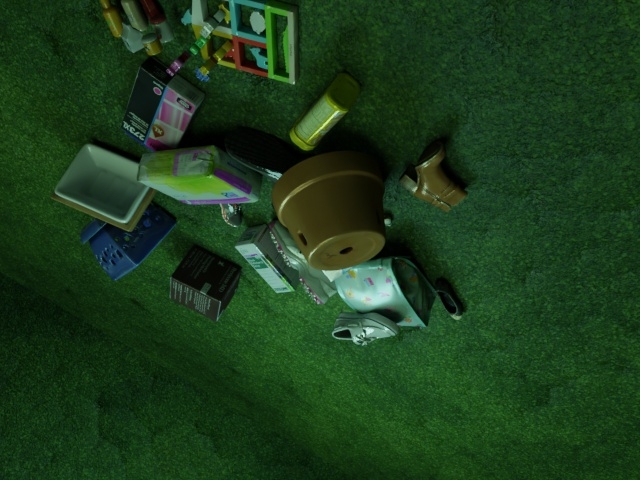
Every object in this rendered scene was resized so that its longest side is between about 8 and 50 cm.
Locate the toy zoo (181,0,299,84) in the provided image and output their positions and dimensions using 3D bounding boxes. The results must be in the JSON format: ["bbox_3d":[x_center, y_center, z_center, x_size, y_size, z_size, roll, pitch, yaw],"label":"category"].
[{"bbox_3d":[-0.189,-0.483,1.401,0.293,0.030,0.192,18,143,14],"label":"toy zoo"}]

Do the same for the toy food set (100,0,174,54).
[{"bbox_3d":[-0.433,-0.527,1.426,0.232,0.111,0.104,40,158,43],"label":"toy food set"}]

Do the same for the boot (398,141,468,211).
[{"bbox_3d":[0.294,-0.151,1.460,0.152,0.073,0.197,33,156,-5],"label":"boot"}]

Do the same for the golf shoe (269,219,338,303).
[{"bbox_3d":[-0.042,0.048,1.883,0.306,0.140,0.115,54,174,7],"label":"golf shoe"}]

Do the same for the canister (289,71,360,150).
[{"bbox_3d":[0.011,-0.302,1.412,0.073,0.126,0.170,38,141,-12],"label":"canister"}]

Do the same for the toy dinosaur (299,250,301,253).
[{"bbox_3d":[0.000,0.000,1.812,0.268,0.118,0.064,17,177,18],"label":"toy dinosaur"}]

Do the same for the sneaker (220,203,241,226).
[{"bbox_3d":[-0.275,-0.104,1.899,0.065,0.061,0.157,-1,136,25],"label":"sneaker"}]

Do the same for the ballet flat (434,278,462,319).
[{"bbox_3d":[0.383,0.186,1.826,0.058,0.049,0.173,-5,133,38],"label":"ballet flat"}]

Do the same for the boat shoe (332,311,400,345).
[{"bbox_3d":[0.128,0.271,1.819,0.096,0.088,0.268,43,155,-30],"label":"boat shoe"}]

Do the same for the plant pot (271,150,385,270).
[{"bbox_3d":[0.041,-0.057,1.512,0.291,0.203,0.291,-14,154,-7],"label":"plant pot"}]

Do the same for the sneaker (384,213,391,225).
[{"bbox_3d":[0.162,-0.051,1.698,0.083,0.032,0.037,-1,135,35],"label":"sneaker"}]

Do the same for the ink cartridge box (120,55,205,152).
[{"bbox_3d":[-0.466,-0.346,1.727,0.176,0.069,0.371,35,146,-9],"label":"ink cartridge box"}]

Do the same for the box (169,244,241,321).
[{"bbox_3d":[-0.424,0.158,2.219,0.203,0.168,0.167,25,143,3],"label":"box"}]

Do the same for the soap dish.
[{"bbox_3d":[-0.681,-0.169,1.956,0.291,0.228,0.118,22,160,9],"label":"soap dish"}]

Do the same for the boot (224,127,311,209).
[{"bbox_3d":[-0.121,-0.161,1.684,0.338,0.118,0.222,28,149,6],"label":"boot"}]

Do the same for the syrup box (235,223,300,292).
[{"bbox_3d":[-0.164,0.062,1.994,0.093,0.096,0.237,-10,130,41],"label":"syrup box"}]

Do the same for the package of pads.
[{"bbox_3d":[-0.354,-0.182,1.746,0.297,0.101,0.229,0,164,32],"label":"package of pads"}]

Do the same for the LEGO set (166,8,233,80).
[{"bbox_3d":[-0.281,-0.428,1.422,0.087,0.093,0.227,42,142,-18],"label":"LEGO set"}]

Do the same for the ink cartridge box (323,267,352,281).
[{"bbox_3d":[0.028,0.024,1.715,0.092,0.090,0.143,-33,106,22],"label":"ink cartridge box"}]

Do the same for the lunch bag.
[{"bbox_3d":[0.188,0.137,1.805,0.224,0.160,0.262,-7,137,40],"label":"lunch bag"}]

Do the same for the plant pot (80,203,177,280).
[{"bbox_3d":[-0.687,-0.029,2.118,0.212,0.236,0.236,47,142,-16],"label":"plant pot"}]
